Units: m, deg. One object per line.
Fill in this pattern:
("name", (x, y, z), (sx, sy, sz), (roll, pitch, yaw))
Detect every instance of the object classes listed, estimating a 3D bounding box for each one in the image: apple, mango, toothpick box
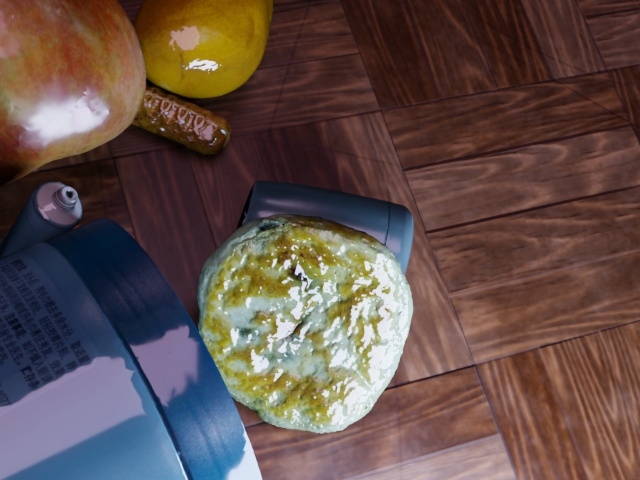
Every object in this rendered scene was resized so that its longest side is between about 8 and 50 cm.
("apple", (-0.341, -0.186, 1.065), (0.302, 0.301, 0.301), (5, 67, -13))
("mango", (-0.125, -0.251, 1.260), (0.147, 0.109, 0.227), (38, 52, -1))
("toothpick box", (0.000, 0.000, 1.180), (0.184, 0.120, 0.120), (15, 65, -6))

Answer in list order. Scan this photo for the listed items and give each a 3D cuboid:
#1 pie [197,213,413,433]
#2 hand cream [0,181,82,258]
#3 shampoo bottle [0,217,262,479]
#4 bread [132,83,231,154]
("pie", (-0.016, 0.083, 1.117), (0.241, 0.054, 0.240), (1, 104, 2))
("hand cream", (-0.291, 0.009, 1.041), (0.048, 0.224, 0.083), (30, 44, -24))
("shampoo bottle", (-0.271, 0.195, 0.908), (0.343, 0.331, 0.331), (-25, 76, -22))
("bread", (-0.177, -0.143, 1.234), (0.157, 0.044, 0.052), (23, 67, -5))
